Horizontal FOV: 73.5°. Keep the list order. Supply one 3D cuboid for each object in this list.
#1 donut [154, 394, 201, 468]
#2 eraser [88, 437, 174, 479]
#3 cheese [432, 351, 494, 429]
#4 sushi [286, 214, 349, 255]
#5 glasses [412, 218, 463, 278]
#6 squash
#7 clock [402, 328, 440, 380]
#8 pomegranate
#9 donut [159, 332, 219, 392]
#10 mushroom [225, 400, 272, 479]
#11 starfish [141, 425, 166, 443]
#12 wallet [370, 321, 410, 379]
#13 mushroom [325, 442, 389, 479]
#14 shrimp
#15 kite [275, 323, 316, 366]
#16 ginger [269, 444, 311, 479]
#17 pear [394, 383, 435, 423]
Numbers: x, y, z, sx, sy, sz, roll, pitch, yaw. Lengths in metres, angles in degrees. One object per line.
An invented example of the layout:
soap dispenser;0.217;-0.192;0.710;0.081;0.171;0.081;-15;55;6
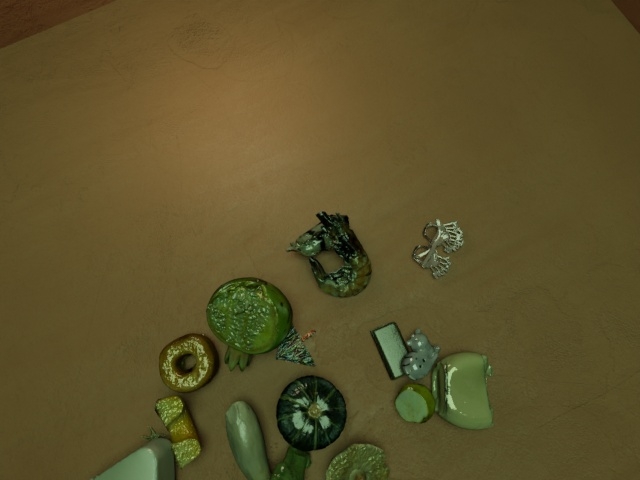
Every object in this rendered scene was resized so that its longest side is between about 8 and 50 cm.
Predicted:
donut;-0.514;0.658;1.540;0.101;0.152;0.259;-23;97;-18
eraser;-0.623;0.894;1.469;0.331;0.150;0.331;-1;80;7
cheese;0.529;0.538;1.549;0.233;0.127;0.266;1;78;-1
sushi;-0.001;0.007;1.715;0.273;0.134;0.109;-35;108;-17
glasses;0.480;0.019;1.705;0.162;0.095;0.255;28;80;0
squash;-0.033;0.608;1.520;0.252;0.165;0.252;4;62;-8
clock;0.355;0.422;1.580;0.117;0.080;0.176;44;57;0
pomegranate;-0.260;0.301;1.605;0.309;0.216;0.359;19;107;6
donut;-0.493;0.459;1.607;0.226;0.114;0.227;0;76;0
mushroom;-0.245;0.743;1.517;0.128;0.128;0.350;-25;82;-5
starfish;-0.618;0.728;1.590;0.086;0.016;0.092;-27;73;-7
wallet;0.277;0.418;1.635;0.110;0.031;0.198;-22;75;-5
mushroom;0.121;0.831;1.408;0.208;0.302;0.233;-40;92;19
shrimp;0.055;0.064;1.652;0.233;0.071;0.365;-34;107;-2
kite;-0.100;0.399;1.663;0.189;0.009;0.232;-33;77;-6
ginger;-0.119;0.830;1.449;0.089;0.290;0.137;1;113;29
pear;0.348;0.585;1.552;0.141;0.104;0.141;-2;86;34
